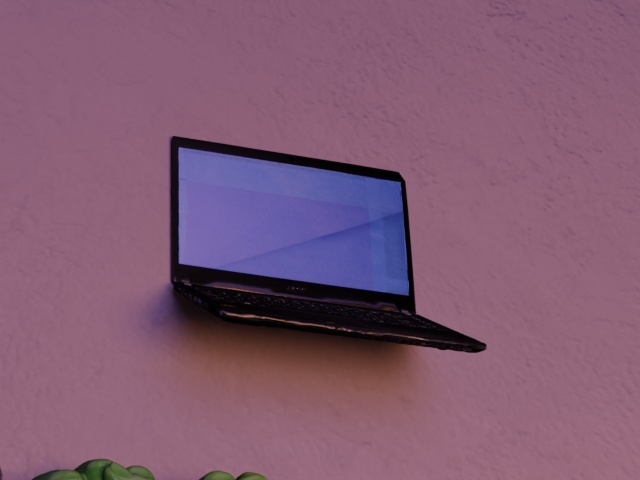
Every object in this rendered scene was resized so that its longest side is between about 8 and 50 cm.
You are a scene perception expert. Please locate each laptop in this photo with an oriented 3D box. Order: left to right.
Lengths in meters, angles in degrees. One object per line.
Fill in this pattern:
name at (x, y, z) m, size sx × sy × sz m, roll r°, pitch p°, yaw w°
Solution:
laptop at (0.000, 0.000, 1.574) m, size 0.234 × 0.264 × 0.136 m, roll 8°, pitch 94°, yaw -18°

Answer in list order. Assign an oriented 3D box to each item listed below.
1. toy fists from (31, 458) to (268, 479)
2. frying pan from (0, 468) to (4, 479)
toy fists at (-0.116, 0.241, 1.402) m, size 0.279 × 0.096 × 0.142 m, roll 7°, pitch 57°, yaw -17°
frying pan at (-0.262, 0.201, 1.329) m, size 0.326 × 0.053 × 0.197 m, roll -4°, pitch 66°, yaw 2°
